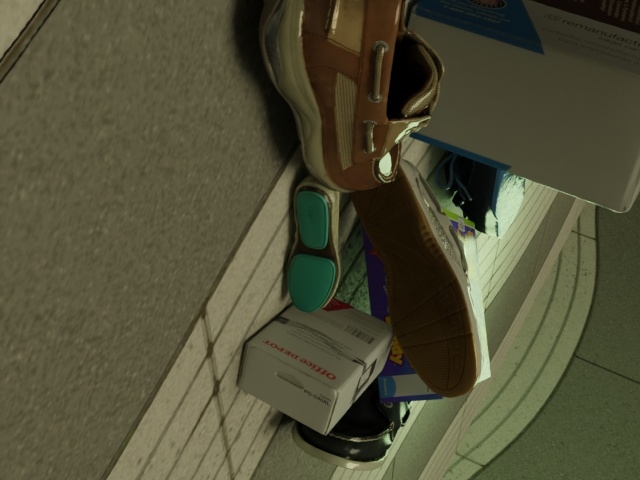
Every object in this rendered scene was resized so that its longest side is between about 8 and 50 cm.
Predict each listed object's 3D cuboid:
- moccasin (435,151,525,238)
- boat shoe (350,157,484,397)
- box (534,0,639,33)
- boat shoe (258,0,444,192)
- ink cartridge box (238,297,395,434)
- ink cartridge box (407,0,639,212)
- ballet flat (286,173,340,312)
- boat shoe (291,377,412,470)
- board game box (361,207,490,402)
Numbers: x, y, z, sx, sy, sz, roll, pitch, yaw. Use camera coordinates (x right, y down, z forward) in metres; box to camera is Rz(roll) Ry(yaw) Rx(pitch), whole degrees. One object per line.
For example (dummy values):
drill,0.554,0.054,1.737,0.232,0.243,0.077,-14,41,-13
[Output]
moccasin,0.227,-0.092,1.396,0.137,0.117,0.342,-56,163,-18
boat shoe,0.124,0.031,1.056,0.096,0.098,0.277,-6,75,-54
box,0.283,-0.310,0.875,0.191,0.382,0.143,-62,161,-15
boat shoe,0.043,-0.121,0.819,0.324,0.117,0.123,52,45,-69
ink cartridge box,-0.002,0.124,1.022,0.150,0.109,0.063,-38,148,-55
ink cartridge box,0.301,-0.234,1.162,0.395,0.286,0.166,-46,152,-47
ballet flat,0.000,0.000,0.977,0.052,0.057,0.168,-61,163,-48
boat shoe,0.058,0.204,1.256,0.113,0.127,0.340,-71,162,7
board game box,0.148,0.080,1.277,0.347,0.078,0.233,9,74,-71
